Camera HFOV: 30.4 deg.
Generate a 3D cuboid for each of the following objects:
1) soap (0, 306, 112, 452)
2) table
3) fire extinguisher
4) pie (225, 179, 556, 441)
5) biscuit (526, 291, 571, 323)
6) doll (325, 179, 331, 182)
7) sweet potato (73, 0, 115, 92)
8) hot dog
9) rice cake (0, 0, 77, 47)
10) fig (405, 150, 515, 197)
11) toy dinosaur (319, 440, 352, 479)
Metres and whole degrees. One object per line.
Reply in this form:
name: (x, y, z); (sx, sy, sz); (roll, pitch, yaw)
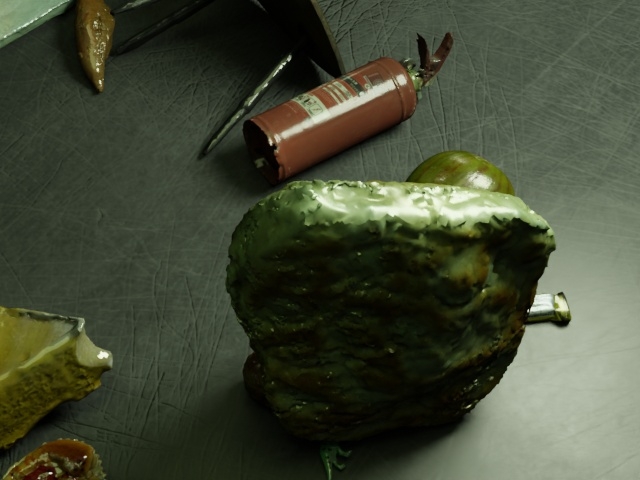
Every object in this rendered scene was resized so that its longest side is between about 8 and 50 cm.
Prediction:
soap: (-0.450, 0.234, 1.404); (0.305, 0.169, 0.338); (7, 56, 14)
table: (-0.168, -0.320, 1.770); (0.249, 0.317, 0.317); (-37, 65, -9)
fire extinguisher: (0.053, -0.210, 1.732); (0.337, 0.147, 0.106); (-29, 64, -19)
pie: (0.087, 0.070, 1.390); (0.395, 0.418, 0.180); (-8, 52, -10)
biscuit: (0.198, 0.100, 1.608); (0.292, 0.026, 0.048); (-3, 61, -5)
doll: (0.000, 0.000, 1.640); (0.091, 0.067, 0.219); (-12, 57, -9)
sweet potato: (-0.353, -0.320, 1.839); (0.068, 0.060, 0.205); (-10, 66, 10)
hot dog: (-0.363, 0.337, 1.397); (0.253, 0.069, 0.131); (-35, 65, -21)
rice cake: (-0.477, -0.389, 1.874); (0.124, 0.038, 0.211); (44, 64, 5)
fig: (0.144, -0.015, 1.629); (0.259, 0.151, 0.151); (-39, 65, -6)
toy dinosaur: (0.006, 0.266, 1.492); (0.062, 0.021, 0.083); (28, 56, 23)
